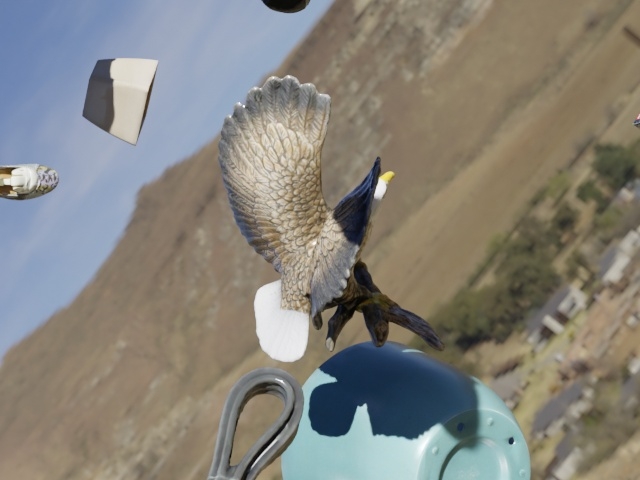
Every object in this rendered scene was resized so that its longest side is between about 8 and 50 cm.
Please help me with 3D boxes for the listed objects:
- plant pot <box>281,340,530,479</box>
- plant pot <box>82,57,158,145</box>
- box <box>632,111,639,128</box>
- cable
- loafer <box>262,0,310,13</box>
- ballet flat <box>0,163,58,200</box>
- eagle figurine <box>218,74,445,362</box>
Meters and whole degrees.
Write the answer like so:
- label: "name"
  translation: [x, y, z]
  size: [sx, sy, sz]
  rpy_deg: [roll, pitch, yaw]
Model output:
- label: "plant pot"
  translation: [0.131, 0.291, 1.691]
  size: [0.293, 0.293, 0.235]
  rpy_deg: [-53, 27, -16]
- label: "plant pot"
  translation: [-0.324, -0.233, 2.076]
  size: [0.109, 0.096, 0.109]
  rpy_deg: [-84, 11, -58]
- label: "box"
  translation: [0.348, -0.135, 1.130]
  size: [0.137, 0.094, 0.027]
  rpy_deg: [-58, 7, -5]
- label: "cable"
  translation: [-0.082, 0.229, 1.039]
  size: [0.287, 0.139, 0.072]
  rpy_deg: [-87, 2, -46]
- label: "loafer"
  translation: [-0.044, -0.268, 1.039]
  size: [0.061, 0.062, 0.170]
  rpy_deg: [-60, -37, -37]
- label: "ballet flat"
  translation: [-0.340, -0.063, 1.391]
  size: [0.041, 0.114, 0.041]
  rpy_deg: [179, 90, -79]
- label: "eagle figurine"
  translation: [0.004, -0.010, 1.416]
  size: [0.298, 0.226, 0.225]
  rpy_deg: [55, -141, -54]
